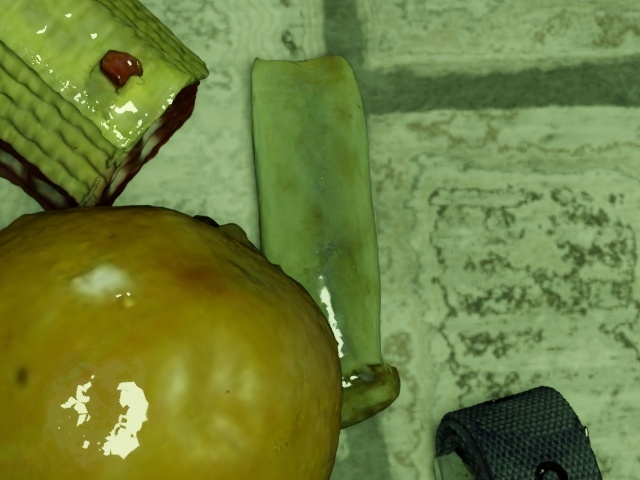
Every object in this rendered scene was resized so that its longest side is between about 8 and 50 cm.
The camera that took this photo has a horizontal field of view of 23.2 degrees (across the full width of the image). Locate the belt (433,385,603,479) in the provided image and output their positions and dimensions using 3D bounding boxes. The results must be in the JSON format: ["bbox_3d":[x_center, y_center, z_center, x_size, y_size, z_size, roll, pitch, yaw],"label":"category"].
[{"bbox_3d":[0.179,0.236,1.251,0.126,0.139,0.230,-12,83,-17],"label":"belt"}]

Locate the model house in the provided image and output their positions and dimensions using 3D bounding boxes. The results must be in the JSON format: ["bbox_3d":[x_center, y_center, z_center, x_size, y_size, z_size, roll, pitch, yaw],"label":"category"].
[{"bbox_3d":[-0.198,-0.135,1.174,0.196,0.254,0.160,42,74,-3],"label":"model house"}]

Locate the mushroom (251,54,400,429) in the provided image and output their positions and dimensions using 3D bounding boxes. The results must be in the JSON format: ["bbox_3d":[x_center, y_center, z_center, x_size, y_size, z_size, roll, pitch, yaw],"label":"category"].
[{"bbox_3d":[0.000,0.000,1.279,0.100,0.081,0.312,-5,79,-14],"label":"mushroom"}]

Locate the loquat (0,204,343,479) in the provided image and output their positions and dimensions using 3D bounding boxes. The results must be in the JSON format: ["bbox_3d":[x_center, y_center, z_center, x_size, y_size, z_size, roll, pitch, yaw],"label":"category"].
[{"bbox_3d":[-0.147,0.123,1.112,0.328,0.328,0.328,1,82,-10],"label":"loquat"}]
